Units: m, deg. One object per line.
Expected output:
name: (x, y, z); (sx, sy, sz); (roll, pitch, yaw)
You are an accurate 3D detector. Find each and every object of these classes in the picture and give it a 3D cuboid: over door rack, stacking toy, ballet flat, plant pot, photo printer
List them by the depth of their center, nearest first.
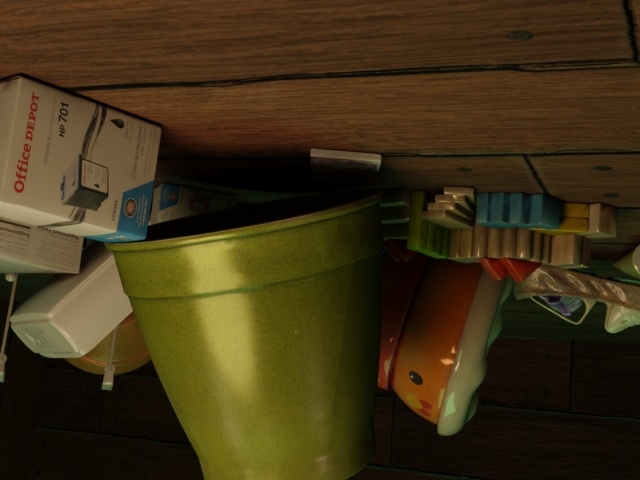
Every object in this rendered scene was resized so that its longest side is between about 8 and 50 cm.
plant pot: (-0.067, 0.136, 1.208); (0.366, 0.353, 0.366); (-10, -173, 1)
photo printer: (-0.357, 0.062, 1.534); (0.107, 0.307, 0.256); (53, 151, -16)
ballet flat: (0.496, 0.105, 1.621); (0.316, 0.106, 0.107); (14, 179, 16)
stacking toy: (0.089, 0.129, 1.683); (0.480, 0.351, 0.350); (16, 173, 14)
over door rack: (-0.516, 0.134, 1.836); (0.239, 0.324, 0.108); (8, 170, -12)
plant pot: (-0.470, 0.131, 2.034); (0.291, 0.291, 0.203); (7, 153, -11)

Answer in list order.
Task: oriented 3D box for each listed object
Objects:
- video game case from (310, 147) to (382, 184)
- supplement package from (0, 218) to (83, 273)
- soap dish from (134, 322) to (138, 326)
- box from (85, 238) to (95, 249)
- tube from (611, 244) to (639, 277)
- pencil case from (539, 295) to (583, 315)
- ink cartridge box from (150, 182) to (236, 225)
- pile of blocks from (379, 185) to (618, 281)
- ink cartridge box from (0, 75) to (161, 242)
video game case: (0.031, -0.093, 1.160); (0.087, 0.011, 0.122); (5, 170, 1)
supplement package: (-0.531, -0.032, 1.424); (0.262, 0.145, 0.204); (-1, 168, 34)
soap dish: (-0.191, 0.069, 1.566); (0.118, 0.229, 0.291); (43, 156, -17)
box: (-0.336, 0.051, 1.783); (0.232, 0.149, 0.127); (12, 169, -32)
tube: (0.546, 0.039, 1.533); (0.062, 0.070, 0.240); (-40, 166, 7)
pencil case: (0.466, 0.093, 1.769); (0.086, 0.088, 0.206); (-14, 165, 21)
ink cartridge box: (-0.196, -0.033, 1.399); (0.122, 0.088, 0.052); (9, 166, -24)
pile of blocks: (0.228, -0.003, 1.276); (0.362, 0.113, 0.149); (2, 170, 15)
ink cartridge box: (-0.282, -0.084, 1.007); (0.082, 0.140, 0.190); (-2, 168, 39)
